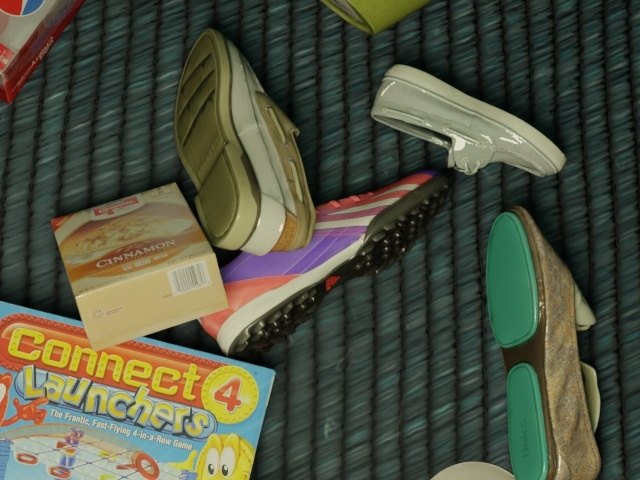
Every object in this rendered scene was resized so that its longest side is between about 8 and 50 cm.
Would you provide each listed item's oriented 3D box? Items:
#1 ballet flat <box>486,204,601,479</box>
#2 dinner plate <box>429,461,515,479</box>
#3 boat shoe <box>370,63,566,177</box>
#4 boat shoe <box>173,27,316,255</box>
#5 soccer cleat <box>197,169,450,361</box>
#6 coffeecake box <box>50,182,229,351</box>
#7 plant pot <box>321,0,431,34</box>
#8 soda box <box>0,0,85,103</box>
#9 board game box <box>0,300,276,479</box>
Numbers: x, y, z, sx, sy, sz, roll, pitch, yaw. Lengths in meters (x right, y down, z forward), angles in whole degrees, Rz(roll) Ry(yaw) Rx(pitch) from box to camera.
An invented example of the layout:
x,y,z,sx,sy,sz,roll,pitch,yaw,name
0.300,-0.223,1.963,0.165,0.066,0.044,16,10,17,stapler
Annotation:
x,y,z,sx,sy,sz,roll,pitch,yaw,name
0.248,0.119,1.485,0.106,0.107,0.316,2,79,-27,ballet flat
0.167,0.305,1.455,0.141,0.017,0.141,2,73,-8,dinner plate
0.162,-0.116,1.547,0.227,0.079,0.081,27,82,6,boat shoe
-0.083,-0.102,1.471,0.103,0.113,0.302,14,45,-30,boat shoe
0.000,0.000,1.479,0.318,0.109,0.116,-35,67,-16,soccer cleat
-0.189,0.023,1.405,0.142,0.185,0.068,-18,119,-11,coffeecake box
0.104,-0.384,1.534,0.274,0.275,0.293,39,89,5,plant pot
-0.310,-0.288,1.524,0.083,0.092,0.263,32,73,2,soda box
-0.228,0.245,1.387,0.308,0.086,0.302,14,74,-3,board game box
